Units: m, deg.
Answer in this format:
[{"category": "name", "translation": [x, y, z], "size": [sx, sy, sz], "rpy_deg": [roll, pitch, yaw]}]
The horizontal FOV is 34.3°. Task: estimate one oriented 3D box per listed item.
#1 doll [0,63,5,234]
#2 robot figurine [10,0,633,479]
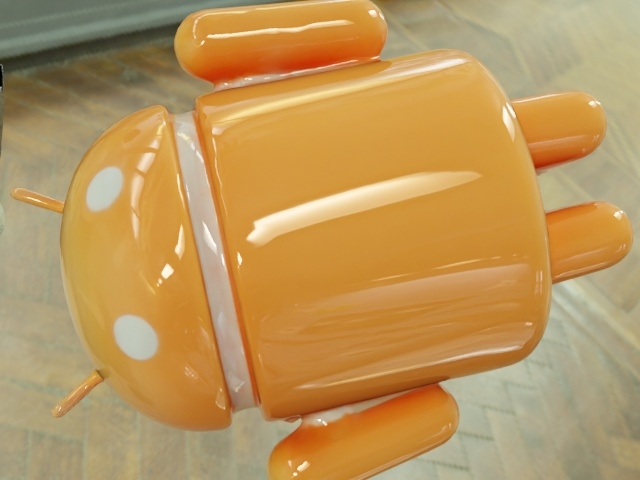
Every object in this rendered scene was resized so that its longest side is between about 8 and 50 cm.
[{"category": "doll", "translation": [-0.198, -0.072, 0.588], "size": [0.046, 0.189, 0.129], "rpy_deg": [2, 37, -19]}, {"category": "robot figurine", "translation": [0.000, 0.002, 0.391], "size": [0.220, 0.158, 0.128], "rpy_deg": [-12, 36, -6]}]
